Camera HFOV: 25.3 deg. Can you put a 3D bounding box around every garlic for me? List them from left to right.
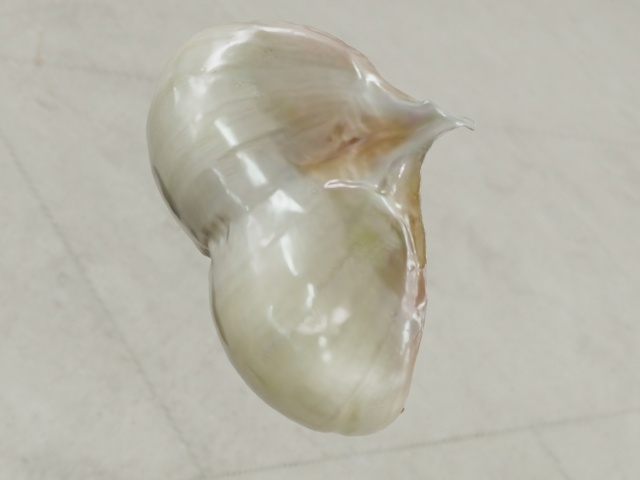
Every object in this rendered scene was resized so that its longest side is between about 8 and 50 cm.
[{"bbox_3d":[-0.003,-0.006,0.561,0.124,0.099,0.174,9,48,-37],"label":"garlic"}]
